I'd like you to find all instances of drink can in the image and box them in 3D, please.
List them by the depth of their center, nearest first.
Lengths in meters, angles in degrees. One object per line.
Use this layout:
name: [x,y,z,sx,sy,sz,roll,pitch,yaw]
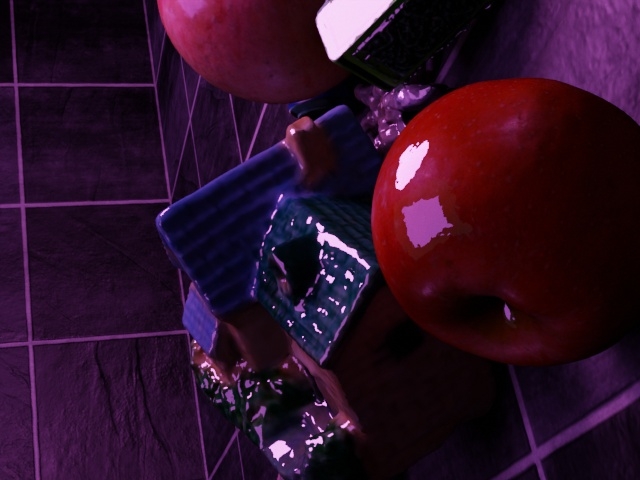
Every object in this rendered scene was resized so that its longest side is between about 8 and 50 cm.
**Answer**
drink can: [-0.002,-0.298,1.579,0.118,0.118,0.204,146,119,-70]

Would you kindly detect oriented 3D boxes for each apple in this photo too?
apple: [0.172,-0.017,0.858,0.260,0.260,0.216,122,166,-61]
apple: [-0.058,-0.344,1.392,0.269,0.345,0.344,73,178,-48]

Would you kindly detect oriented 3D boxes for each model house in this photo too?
model house: [-0.009,0.060,1.196,0.382,0.335,0.342,39,156,52]

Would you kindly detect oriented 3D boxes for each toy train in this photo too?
toy train: [0.095,-0.311,1.156,0.243,0.132,0.188,-42,47,28]

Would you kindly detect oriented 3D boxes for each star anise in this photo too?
star anise: [0.105,-0.180,1.299,0.229,0.093,0.236,155,113,-72]

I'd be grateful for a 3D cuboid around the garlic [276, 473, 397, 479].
garlic: [0.005,0.330,1.518,0.237,0.210,0.292,35,118,60]
